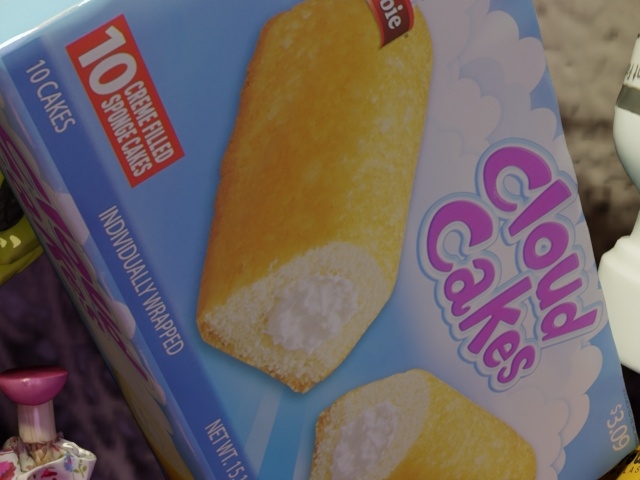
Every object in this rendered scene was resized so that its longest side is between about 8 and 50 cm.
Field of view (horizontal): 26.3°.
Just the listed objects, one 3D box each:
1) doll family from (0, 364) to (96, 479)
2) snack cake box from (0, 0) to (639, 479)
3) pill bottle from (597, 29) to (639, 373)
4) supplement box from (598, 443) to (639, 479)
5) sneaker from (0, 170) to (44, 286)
[{"bbox_3d":[-0.193,0.134,0.464,0.263,0.118,0.163,-5,93,-33],"label":"doll family"},{"bbox_3d":[0.000,0.000,0.439,0.152,0.089,0.264,-33,127,-15],"label":"snack cake box"},{"bbox_3d":[0.199,-0.077,0.494,0.162,0.162,0.278,12,101,-17],"label":"pill bottle"},{"bbox_3d":[0.145,0.204,0.496,0.194,0.129,0.191,37,71,-6],"label":"supplement box"},{"bbox_3d":[-0.120,-0.110,0.448,0.109,0.123,0.296,-12,121,-55],"label":"sneaker"}]
